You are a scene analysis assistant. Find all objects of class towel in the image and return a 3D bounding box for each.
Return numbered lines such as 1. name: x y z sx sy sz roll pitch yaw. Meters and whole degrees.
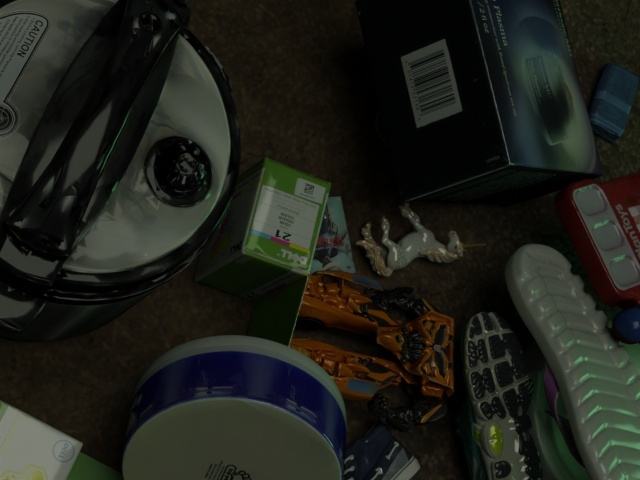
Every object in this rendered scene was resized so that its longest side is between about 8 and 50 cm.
1. towel: 0.460 -0.218 2.095 0.067 0.029 0.119 29 67 -16

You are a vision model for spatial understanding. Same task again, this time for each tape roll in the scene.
1. tape roll: 0.399 0.259 1.904 0.286 0.100 0.286 6 75 -23

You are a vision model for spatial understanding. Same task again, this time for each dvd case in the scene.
1. dvd case: 0.000 0.000 1.837 0.087 0.013 0.119 -6 80 -26

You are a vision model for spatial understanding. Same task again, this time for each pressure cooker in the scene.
1. pressure cooker: -0.287 -0.093 1.502 0.375 0.420 0.370 -15 84 -26

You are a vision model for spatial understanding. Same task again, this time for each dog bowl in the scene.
1. dog bowl: -0.101 0.244 1.581 0.265 0.265 0.104 26 35 -16

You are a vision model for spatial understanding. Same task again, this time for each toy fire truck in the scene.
1. toy fire truck: 0.474 0.042 1.865 0.253 0.169 0.302 -15 78 -34

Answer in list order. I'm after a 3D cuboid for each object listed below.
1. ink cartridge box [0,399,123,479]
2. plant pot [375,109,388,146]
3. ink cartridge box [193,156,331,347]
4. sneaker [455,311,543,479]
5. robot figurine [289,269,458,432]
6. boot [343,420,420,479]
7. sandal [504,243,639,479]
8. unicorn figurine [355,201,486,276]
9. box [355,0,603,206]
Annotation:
1. ink cartridge box: -0.327 0.319 1.584 0.235 0.056 0.171 30 66 -13
2. plant pot: 0.134 -0.179 1.915 0.083 0.083 0.079 46 52 -7
3. ink cartridge box: -0.091 0.047 1.684 0.097 0.189 0.255 21 69 -19
4. sneaker: 0.222 0.235 1.810 0.107 0.110 0.275 -4 88 -34
5. robot figurine: 0.066 0.140 1.780 0.291 0.085 0.211 15 61 -23
6. boot: 0.043 0.325 1.750 0.086 0.069 0.190 49 55 2
7. sandal: 0.353 0.202 1.792 0.169 0.102 0.416 -2 64 -40
8. unicorn figurine: 0.132 0.000 1.879 0.162 0.060 0.111 -30 91 -12
9. box: 0.227 -0.212 1.842 0.294 0.182 0.296 0 75 -55
